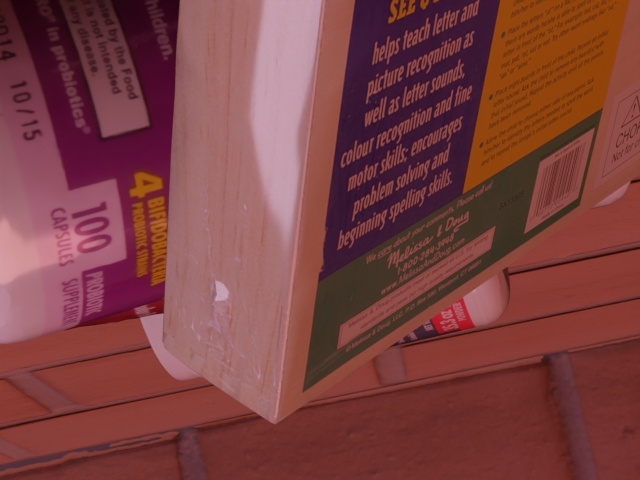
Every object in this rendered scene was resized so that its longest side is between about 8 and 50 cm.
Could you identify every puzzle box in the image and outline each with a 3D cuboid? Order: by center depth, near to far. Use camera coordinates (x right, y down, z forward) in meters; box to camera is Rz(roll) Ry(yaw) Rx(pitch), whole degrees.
[{"bbox_3d":[0.111,-0.142,0.518,0.409,0.052,0.272,-31,140,-41],"label":"puzzle box"}]

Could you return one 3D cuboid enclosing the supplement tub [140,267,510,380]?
[{"bbox_3d":[0.000,0.000,1.223,0.272,0.191,0.191,-14,164,9],"label":"supplement tub"}]

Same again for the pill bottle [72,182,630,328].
[{"bbox_3d":[-0.039,-0.079,0.868,0.392,0.224,0.224,-10,164,-4],"label":"pill bottle"}]

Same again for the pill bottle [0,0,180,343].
[{"bbox_3d":[-0.023,-0.076,0.661,0.302,0.169,0.169,-18,166,-17],"label":"pill bottle"}]
